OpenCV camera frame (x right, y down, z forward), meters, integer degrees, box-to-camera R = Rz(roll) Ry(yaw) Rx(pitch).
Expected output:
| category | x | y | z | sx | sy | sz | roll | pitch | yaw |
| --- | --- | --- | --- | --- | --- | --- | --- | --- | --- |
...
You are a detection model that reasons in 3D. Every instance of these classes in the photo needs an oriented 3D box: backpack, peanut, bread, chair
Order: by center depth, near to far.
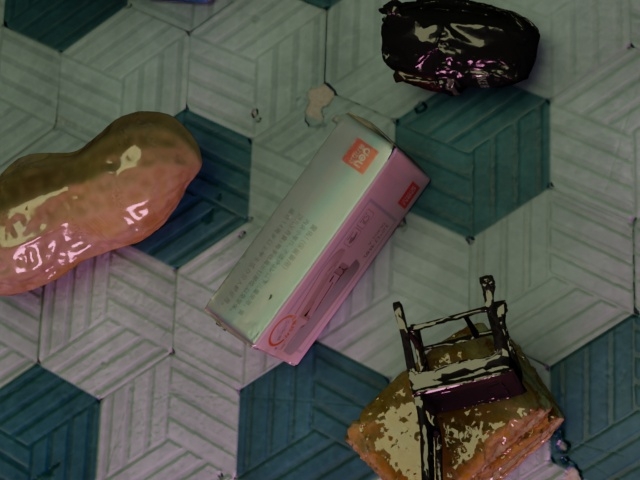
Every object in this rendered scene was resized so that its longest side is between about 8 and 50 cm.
| category | x | y | z | sx | sy | sz | roll | pitch | yaw |
| --- | --- | --- | --- | --- | --- | --- | --- | --- | --- |
| chair | 0.140 | 0.165 | 1.403 | 0.113 | 0.106 | 0.229 | -14 | 70 | 11 |
| bread | 0.139 | 0.187 | 1.508 | 0.196 | 0.102 | 0.138 | -40 | 70 | 6 |
| backpack | 0.151 | -0.208 | 1.597 | 0.165 | 0.120 | 0.105 | 15 | 104 | 23 |
| peanut | -0.277 | -0.043 | 1.696 | 0.313 | 0.149 | 0.149 | -23 | 70 | 14 |

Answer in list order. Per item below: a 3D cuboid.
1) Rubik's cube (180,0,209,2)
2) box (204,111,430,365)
| category | x | y | z | sx | sy | sz | roll | pitch | yaw |
| --- | --- | --- | --- | --- | --- | --- | --- | --- | --- |
| Rubik's cube | -0.278 | -0.467 | 1.719 | 0.292 | 0.290 | 0.291 | 9 | 80 | 23 |
| box | 0.000 | 0.000 | 1.585 | 0.079 | 0.135 | 0.269 | 36 | 90 | 24 |
